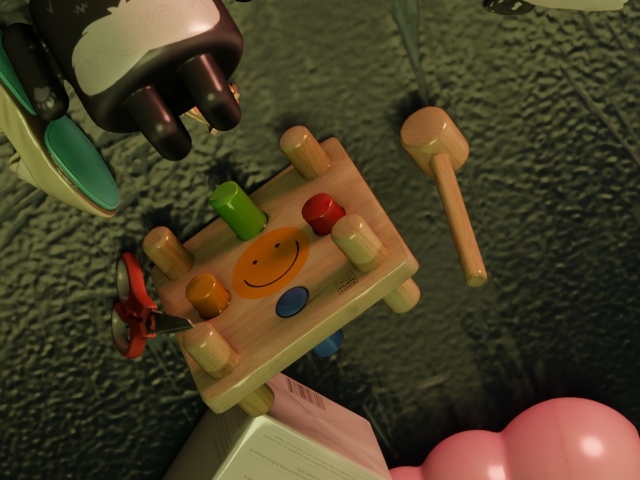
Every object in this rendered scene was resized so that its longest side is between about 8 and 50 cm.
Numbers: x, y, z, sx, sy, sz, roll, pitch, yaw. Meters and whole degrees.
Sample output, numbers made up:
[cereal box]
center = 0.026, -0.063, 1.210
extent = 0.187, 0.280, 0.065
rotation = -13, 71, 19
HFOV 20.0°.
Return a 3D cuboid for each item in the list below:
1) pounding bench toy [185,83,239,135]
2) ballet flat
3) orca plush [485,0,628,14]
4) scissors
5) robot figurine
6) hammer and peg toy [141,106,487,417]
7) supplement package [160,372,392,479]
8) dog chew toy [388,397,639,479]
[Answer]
[pounding bench toy]
center = -0.119, -0.144, 1.881
extent = 0.065, 0.083, 0.052
rotation = 30, 101, -14
[ballet flat]
center = -0.305, -0.116, 1.878
extent = 0.086, 0.086, 0.248
rotation = -33, 107, 3
[orca plush]
center = 0.186, -0.316, 1.886
extent = 0.287, 0.102, 0.151
rotation = 4, 151, 2
[scissors]
center = -0.170, 0.092, 1.840
extent = 0.021, 0.297, 0.109
rotation = 2, 103, -22
[robot figurine]
center = -0.183, -0.216, 1.772
extent = 0.209, 0.173, 0.278
rotation = -20, 71, -37
[hammer and peg toy]
center = 0.000, 0.000, 1.849
extent = 0.361, 0.266, 0.127
rotation = -35, 127, 5
[supplement package]
center = -0.082, 0.308, 1.976
extent = 0.177, 0.175, 0.293
rotation = 30, 101, -16
[dog chew toy]
center = 0.198, 0.293, 2.003
extent = 0.332, 0.206, 0.207
rotation = -12, 108, 5
